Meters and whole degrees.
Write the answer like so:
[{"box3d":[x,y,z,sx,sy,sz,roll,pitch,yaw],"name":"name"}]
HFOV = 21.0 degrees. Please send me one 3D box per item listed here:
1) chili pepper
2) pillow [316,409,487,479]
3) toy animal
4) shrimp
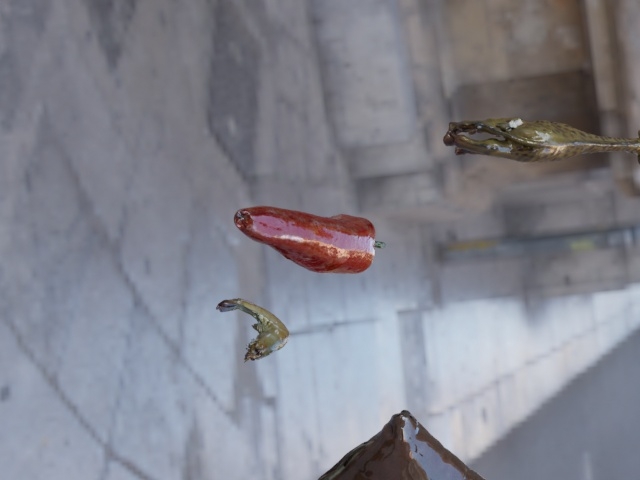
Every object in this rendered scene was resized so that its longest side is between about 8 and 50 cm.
[{"box3d":[0.000,0.000,1.671,0.272,0.071,0.063,10,80,-62],"name":"chili pepper"},{"box3d":[0.099,0.382,2.082,0.305,0.308,0.108,40,24,-18],"name":"pillow"},{"box3d":[0.280,-0.119,2.080,0.149,0.275,0.054,-152,-117,-84],"name":"toy animal"},{"box3d":[-0.077,0.094,1.816,0.023,0.083,0.114,-57,176,24],"name":"shrimp"}]
